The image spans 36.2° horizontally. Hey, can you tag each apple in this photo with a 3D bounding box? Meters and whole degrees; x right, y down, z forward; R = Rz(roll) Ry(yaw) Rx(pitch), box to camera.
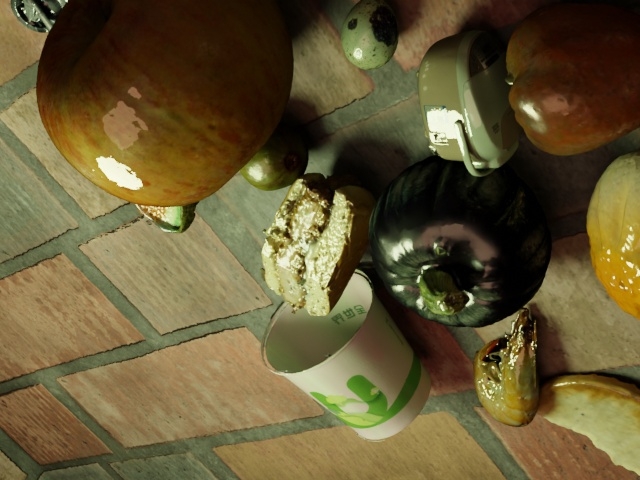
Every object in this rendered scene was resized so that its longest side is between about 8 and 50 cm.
[{"bbox_3d":[-0.219,-0.241,1.459,0.400,0.400,0.334,-13,147,40],"label":"apple"}]

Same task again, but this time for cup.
[{"bbox_3d":[0.061,0.226,1.862,0.253,0.253,0.274,-13,131,39],"label":"cup"}]

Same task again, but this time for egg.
[{"bbox_3d":[0.073,-0.303,1.431,0.085,0.085,0.110,22,126,12],"label":"egg"}]

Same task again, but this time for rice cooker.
[{"bbox_3d":[0.215,-0.198,1.404,0.127,0.145,0.206,8,124,35],"label":"rice cooker"}]

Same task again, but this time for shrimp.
[{"bbox_3d":[0.343,0.226,1.809,0.152,0.063,0.287,32,136,43],"label":"shrimp"}]

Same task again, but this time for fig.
[{"bbox_3d":[-0.116,-0.152,1.706,0.236,0.124,0.124,13,141,56],"label":"fig"}]

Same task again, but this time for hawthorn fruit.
[{"bbox_3d":[0.368,-0.217,1.269,0.251,0.199,0.199,-8,127,18],"label":"hawthorn fruit"}]

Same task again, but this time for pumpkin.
[{"bbox_3d":[0.204,0.024,1.530,0.296,0.296,0.295,17,137,17],"label":"pumpkin"}]

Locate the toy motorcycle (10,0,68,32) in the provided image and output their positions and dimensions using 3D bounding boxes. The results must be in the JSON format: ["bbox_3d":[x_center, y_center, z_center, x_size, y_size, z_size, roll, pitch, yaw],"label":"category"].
[{"bbox_3d":[-0.434,-0.451,1.585,0.173,0.108,0.307,19,140,7],"label":"toy motorcycle"}]

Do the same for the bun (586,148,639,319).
[{"bbox_3d":[0.475,0.022,1.351,0.299,0.165,0.299,53,167,18],"label":"bun"}]

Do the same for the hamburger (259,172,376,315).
[{"bbox_3d":[0.000,0.000,1.699,0.155,0.245,0.282,36,172,18],"label":"hamburger"}]

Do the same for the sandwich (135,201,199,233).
[{"bbox_3d":[-0.311,-0.150,1.810,0.212,0.109,0.292,-5,125,43],"label":"sandwich"}]

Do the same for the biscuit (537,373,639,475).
[{"bbox_3d":[0.547,0.332,1.798,0.309,0.040,0.204,31,140,3],"label":"biscuit"}]
